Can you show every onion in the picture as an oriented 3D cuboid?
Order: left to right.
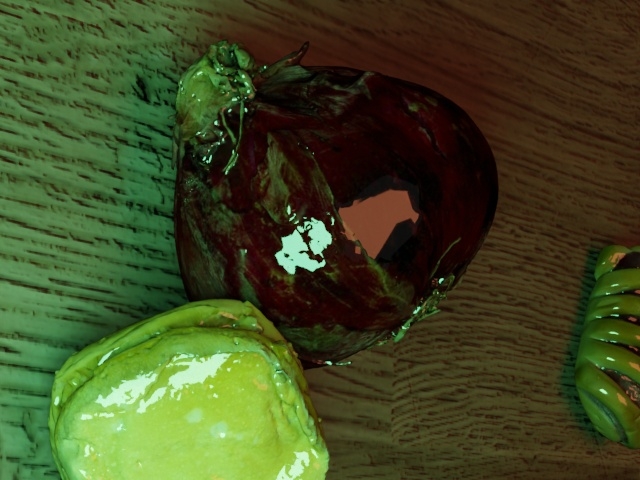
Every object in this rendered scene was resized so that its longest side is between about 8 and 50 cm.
[{"bbox_3d":[0.016,-0.027,1.498,0.281,0.221,0.281,4,76,-18],"label":"onion"}]

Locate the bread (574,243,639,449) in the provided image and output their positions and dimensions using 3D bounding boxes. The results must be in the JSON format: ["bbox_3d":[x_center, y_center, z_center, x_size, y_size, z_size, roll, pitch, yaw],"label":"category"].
[{"bbox_3d":[0.340,0.108,2.074,0.134,0.081,0.225,42,55,-42],"label":"bread"}]

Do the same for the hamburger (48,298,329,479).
[{"bbox_3d":[-0.094,0.150,1.386,0.214,0.213,0.108,61,2,-31],"label":"hamburger"}]
